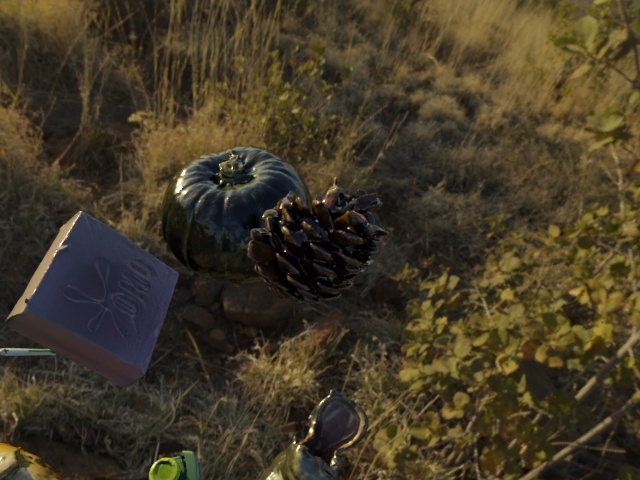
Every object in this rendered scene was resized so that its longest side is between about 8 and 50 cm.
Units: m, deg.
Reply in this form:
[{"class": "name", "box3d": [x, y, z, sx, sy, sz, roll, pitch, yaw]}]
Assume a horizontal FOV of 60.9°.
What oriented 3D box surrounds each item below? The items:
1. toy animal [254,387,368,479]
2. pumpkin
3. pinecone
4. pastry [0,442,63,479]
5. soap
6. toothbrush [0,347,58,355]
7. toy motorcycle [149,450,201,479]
[{"class": "toy animal", "box3d": [-0.075, 0.325, 0.617, 0.106, 0.343, 0.168, 44, 5, 7]}, {"class": "pumpkin", "box3d": [-0.175, -0.056, 1.161, 0.324, 0.241, 0.323, 1, 45, -1]}, {"class": "pinecone", "box3d": [-0.003, 0.004, 0.832, 0.179, 0.205, 0.184, 44, 38, -11]}, {"class": "pastry", "box3d": [-0.420, 0.422, 0.701, 0.285, 0.315, 0.184, 5, 25, 24]}, {"class": "soap", "box3d": [-0.483, 0.125, 1.196, 0.285, 0.107, 0.296, 38, 35, -29]}, {"class": "toothbrush", "box3d": [-0.721, 0.301, 1.498, 0.304, 0.030, 0.030, 14, 35, -51]}, {"class": "toy motorcycle", "box3d": [-0.433, 0.858, 1.733, 0.200, 0.191, 0.326, -6, 52, -21]}]
